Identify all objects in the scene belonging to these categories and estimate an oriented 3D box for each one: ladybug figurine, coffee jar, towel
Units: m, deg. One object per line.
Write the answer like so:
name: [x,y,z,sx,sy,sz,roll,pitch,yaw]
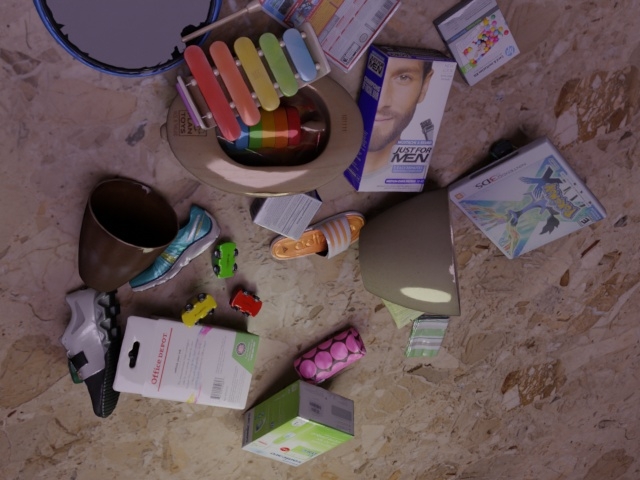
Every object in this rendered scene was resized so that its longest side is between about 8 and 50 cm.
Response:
ladybug figurine: [-0.131,-0.245,1.632,0.449,0.162,0.305,1,88,-14]
coffee jar: [-0.571,0.318,1.934,0.184,0.079,0.096,-10,122,-10]
towel: [0.324,0.293,2.197,0.113,0.023,0.152,3,120,-16]

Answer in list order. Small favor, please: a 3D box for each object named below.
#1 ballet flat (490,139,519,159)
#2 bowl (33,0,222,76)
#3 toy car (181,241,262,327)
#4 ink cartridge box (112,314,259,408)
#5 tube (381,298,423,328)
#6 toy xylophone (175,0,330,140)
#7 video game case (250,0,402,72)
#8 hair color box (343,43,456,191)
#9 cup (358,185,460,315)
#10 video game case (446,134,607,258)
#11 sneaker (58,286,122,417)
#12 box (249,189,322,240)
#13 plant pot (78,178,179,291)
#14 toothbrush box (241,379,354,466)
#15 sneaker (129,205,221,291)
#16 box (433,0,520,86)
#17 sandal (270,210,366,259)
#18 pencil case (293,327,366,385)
ballet flat: [0.534,-0.195,1.932,0.074,0.074,0.203,-43,119,12]
bowl: [-0.390,-0.520,1.477,0.391,0.077,0.391,-7,122,-12]
toy car: [-0.256,0.104,1.891,0.239,0.053,0.225,-7,112,-37]
ink cartridge box: [-0.361,0.315,1.921,0.353,0.119,0.207,14,86,-22]
tube: [0.209,0.162,2.070,0.070,0.062,0.240,-5,138,38]
toy xylophone: [-0.156,-0.362,1.500,0.322,0.081,0.236,-35,99,-12]
video game case: [0.015,-0.532,1.611,0.285,0.025,0.204,30,109,-29]
hair color box: [0.185,-0.287,1.748,0.185,0.110,0.339,-2,120,-23]
cup: [0.227,0.036,1.868,0.237,0.331,0.331,-5,124,12]
video game case: [0.551,-0.102,1.943,0.300,0.036,0.329,-28,127,32]
sneaker: [-0.584,0.283,1.839,0.146,0.122,0.331,-4,85,6]
box: [-0.088,-0.087,1.824,0.137,0.072,0.126,24,111,-26]
plant pot: [-0.480,0.010,1.717,0.215,0.215,0.230,20,128,-25]
toothbrush box: [-0.067,0.539,2.124,0.206,0.122,0.283,28,135,-28]
sneaker: [-0.376,0.022,1.813,0.275,0.107,0.110,-41,104,4]
box: [0.373,-0.484,1.731,0.145,0.038,0.186,-34,124,7]
sandal: [0.002,0.009,1.904,0.265,0.076,0.102,-19,124,-4]
pencil case: [0.033,0.341,2.101,0.209,0.098,0.095,-33,141,7]
